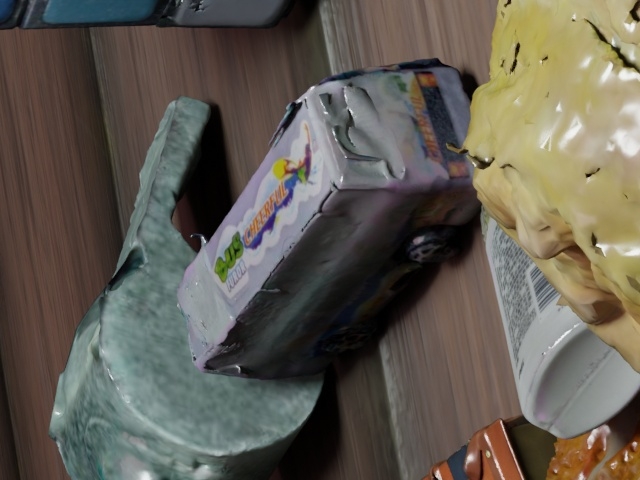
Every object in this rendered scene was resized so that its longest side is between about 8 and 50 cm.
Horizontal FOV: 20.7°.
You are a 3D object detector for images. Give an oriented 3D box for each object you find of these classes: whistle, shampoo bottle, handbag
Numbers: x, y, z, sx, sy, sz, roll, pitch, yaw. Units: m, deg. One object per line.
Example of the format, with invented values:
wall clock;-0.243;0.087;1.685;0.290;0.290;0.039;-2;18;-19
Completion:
whistle;-0.134;0.069;1.468;0.405;0.188;0.168;68;150;28
shampoo bottle;0.133;0.016;0.969;0.086;0.056;0.227;-54;16;21
handbag;0.137;0.212;1.116;0.127;0.063;0.190;-51;55;55

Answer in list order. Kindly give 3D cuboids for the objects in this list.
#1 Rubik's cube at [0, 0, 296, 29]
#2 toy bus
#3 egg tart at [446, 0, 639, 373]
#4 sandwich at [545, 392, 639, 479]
Rubik's cube;-0.163;-0.383;1.235;0.359;0.363;0.362;-49;51;52
toy bus;0.000;0.000;1.246;0.317;0.138;0.112;-53;48;51
egg tart;0.168;-0.015;0.740;0.352;0.150;0.352;47;-178;-2
sandwich;0.162;0.137;0.941;0.109;0.160;0.185;35;133;35
